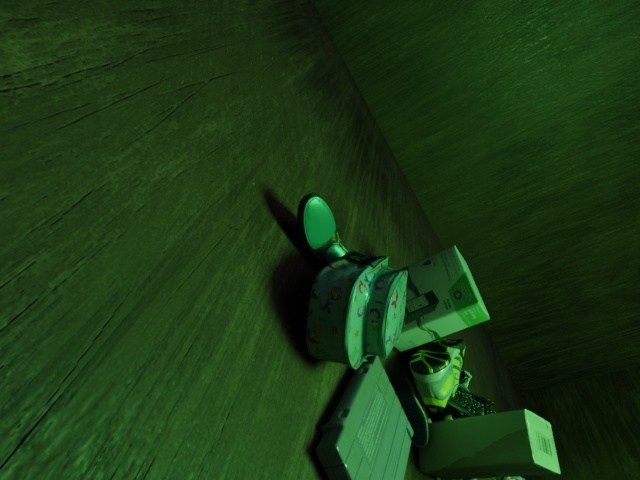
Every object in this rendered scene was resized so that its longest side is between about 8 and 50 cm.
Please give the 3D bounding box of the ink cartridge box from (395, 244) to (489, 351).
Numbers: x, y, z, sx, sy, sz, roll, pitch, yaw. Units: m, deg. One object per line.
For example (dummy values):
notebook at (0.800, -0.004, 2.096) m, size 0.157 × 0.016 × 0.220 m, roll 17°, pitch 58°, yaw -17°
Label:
ink cartridge box at (0.319, 0.179, 1.332) m, size 0.121 × 0.289 × 0.211 m, roll 42°, pitch 28°, yaw -45°

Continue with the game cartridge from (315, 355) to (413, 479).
game cartridge at (0.105, 0.417, 0.934) m, size 0.230 × 0.068 × 0.355 m, roll 61°, pitch 22°, yaw -1°

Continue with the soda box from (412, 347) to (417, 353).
soda box at (0.381, 0.413, 1.540) m, size 0.210 × 0.067 × 0.071 m, roll 62°, pitch 22°, yaw -8°

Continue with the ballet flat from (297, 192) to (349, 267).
ballet flat at (0.000, 0.000, 1.080) m, size 0.096 × 0.095 × 0.280 m, roll 27°, pitch -30°, yaw 52°

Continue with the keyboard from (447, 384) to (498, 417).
keyboard at (0.461, 0.503, 1.410) m, size 0.317 × 0.033 × 0.201 m, roll 29°, pitch 10°, yaw 11°

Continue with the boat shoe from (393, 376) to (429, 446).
boat shoe at (0.257, 0.463, 1.212) m, size 0.066 × 0.066 × 0.183 m, roll 32°, pitch 40°, yaw -56°

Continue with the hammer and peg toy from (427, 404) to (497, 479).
hammer and peg toy at (0.454, 0.643, 1.388) m, size 0.361 × 0.127 × 0.265 m, roll 6°, pitch 62°, yaw -65°

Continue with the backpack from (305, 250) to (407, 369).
backpack at (0.076, 0.149, 0.945) m, size 0.253 × 0.191 × 0.225 m, roll -14°, pitch 112°, yaw -59°

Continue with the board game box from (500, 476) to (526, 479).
board game box at (0.513, 0.803, 1.191) m, size 0.291 × 0.141 × 0.232 m, roll 14°, pitch 98°, yaw -63°

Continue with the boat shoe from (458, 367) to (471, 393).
boat shoe at (0.526, 0.539, 1.694) m, size 0.319 × 0.099 × 0.116 m, roll 50°, pitch 27°, yaw -33°

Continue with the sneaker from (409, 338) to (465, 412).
sneaker at (0.355, 0.388, 1.344) m, size 0.385 × 0.145 × 0.147 m, roll -7°, pitch 91°, yaw -61°

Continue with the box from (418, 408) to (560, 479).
box at (0.417, 0.530, 1.138) m, size 0.148 × 0.311 × 0.121 m, roll 32°, pitch 46°, yaw -31°
